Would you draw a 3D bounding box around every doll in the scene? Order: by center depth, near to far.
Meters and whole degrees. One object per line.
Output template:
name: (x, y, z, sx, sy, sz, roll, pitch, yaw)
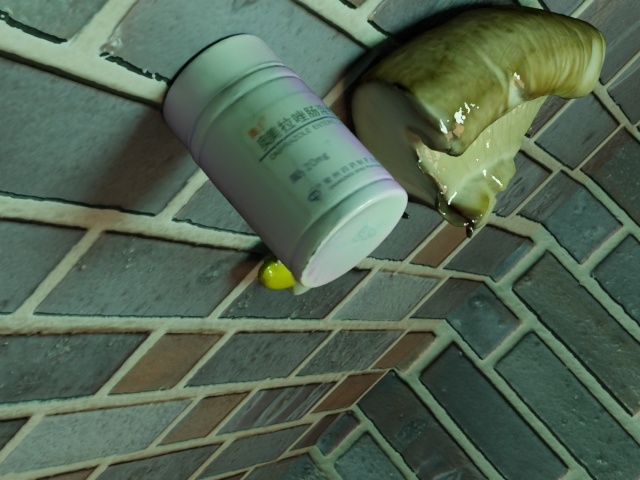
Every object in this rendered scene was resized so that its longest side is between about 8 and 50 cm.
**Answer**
doll: (0.000, 0.000, 1.710, 0.237, 0.111, 0.252, -24, 163, -39)

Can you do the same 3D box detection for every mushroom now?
mushroom: (0.234, -0.239, 1.552, 0.397, 0.224, 0.313, -45, 146, -17)

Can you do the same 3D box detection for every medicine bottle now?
medicine bottle: (-0.042, -0.089, 1.198, 0.152, 0.254, 0.152, -36, 161, -14)
